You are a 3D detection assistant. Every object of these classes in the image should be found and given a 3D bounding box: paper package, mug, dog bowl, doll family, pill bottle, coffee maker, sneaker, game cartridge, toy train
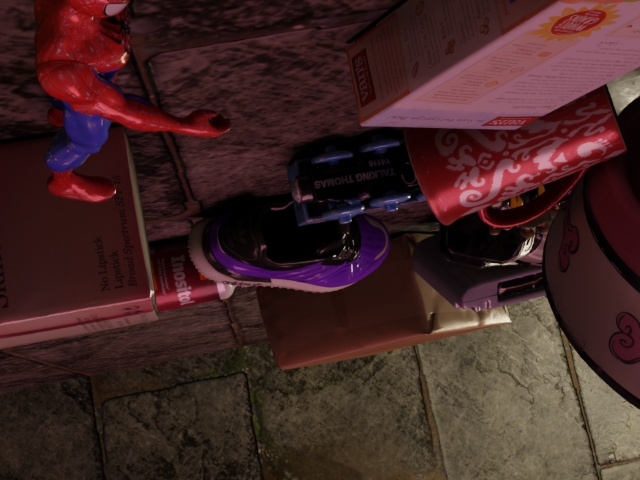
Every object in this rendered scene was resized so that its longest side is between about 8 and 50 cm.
[{"bbox_3d":[0.115,0.106,1.722,0.325,0.168,0.310,-19,169,36],"label":"paper package"},{"bbox_3d":[0.178,-0.089,0.875,0.169,0.113,0.150,-20,161,20],"label":"mug"},{"bbox_3d":[0.419,-0.005,0.898,0.408,0.408,0.150,-10,135,-10],"label":"dog bowl"},{"bbox_3d":[0.271,-0.070,1.150,0.193,0.111,0.076,-17,-152,-2],"label":"doll family"},{"bbox_3d":[-0.164,0.041,1.277,0.152,0.086,0.086,-11,170,-4],"label":"pill bottle"},{"bbox_3d":[0.234,-0.011,1.335,0.171,0.120,0.178,-17,168,34],"label":"coffee maker"},{"bbox_3d":[0.000,0.001,1.189,0.293,0.102,0.146,-2,166,-41],"label":"sneaker"},{"bbox_3d":[0.301,0.022,1.497,0.294,0.060,0.196,-12,-158,-18],"label":"game cartridge"},{"bbox_3d":[0.056,-0.063,0.988,0.184,0.080,0.105,-11,179,-12],"label":"toy train"}]

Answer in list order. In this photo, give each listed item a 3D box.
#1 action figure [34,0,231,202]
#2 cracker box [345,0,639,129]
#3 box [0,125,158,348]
[{"bbox_3d":[-0.102,-0.096,0.584,0.139,0.091,0.280,-2,169,-12],"label":"action figure"},{"bbox_3d":[0.146,-0.143,0.654,0.156,0.067,0.232,-3,166,-35],"label":"cracker box"},{"bbox_3d":[-0.260,0.008,0.808,0.232,0.148,0.127,-10,170,-9],"label":"box"}]
